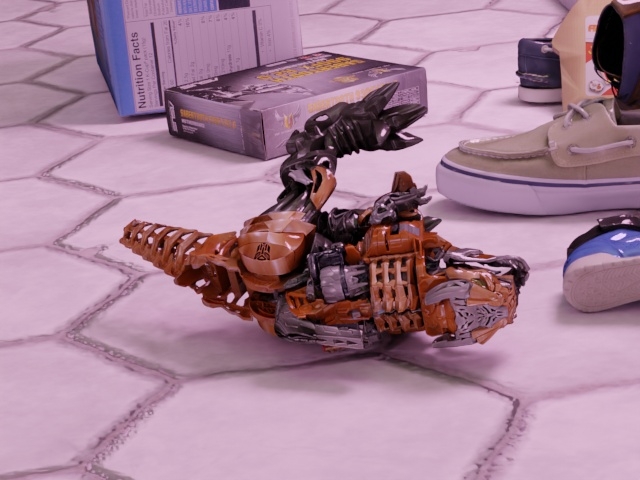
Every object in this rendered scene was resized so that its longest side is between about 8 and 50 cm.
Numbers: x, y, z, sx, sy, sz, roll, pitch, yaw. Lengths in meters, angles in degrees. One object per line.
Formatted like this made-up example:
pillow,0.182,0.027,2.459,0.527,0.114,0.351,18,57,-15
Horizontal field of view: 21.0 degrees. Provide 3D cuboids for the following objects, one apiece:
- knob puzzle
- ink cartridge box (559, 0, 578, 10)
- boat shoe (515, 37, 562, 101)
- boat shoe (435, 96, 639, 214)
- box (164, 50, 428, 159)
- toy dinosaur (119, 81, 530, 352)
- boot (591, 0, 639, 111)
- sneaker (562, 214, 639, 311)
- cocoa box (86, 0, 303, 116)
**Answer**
knob puzzle,0.347,-0.213,1.862,0.213,0.030,0.213,-5,60,10
ink cartridge box,0.432,-0.333,2.333,0.175,0.069,0.371,-6,20,-1
boat shoe,0.335,-0.212,1.940,0.254,0.079,0.095,-10,18,-14
boat shoe,0.251,-0.081,1.526,0.302,0.094,0.109,-1,18,13
box,-0.027,-0.152,1.892,0.231,0.056,0.183,-18,21,-34
toy dinosaur,0.000,0.000,1.279,0.322,0.164,0.218,22,42,13
boot,0.279,-0.153,1.574,0.106,0.219,0.082,-14,51,-27
sneaker,0.257,0.012,1.291,0.152,0.058,0.084,-8,25,12
cocoa box,-0.169,-0.306,2.123,0.228,0.231,0.347,-9,18,-9
